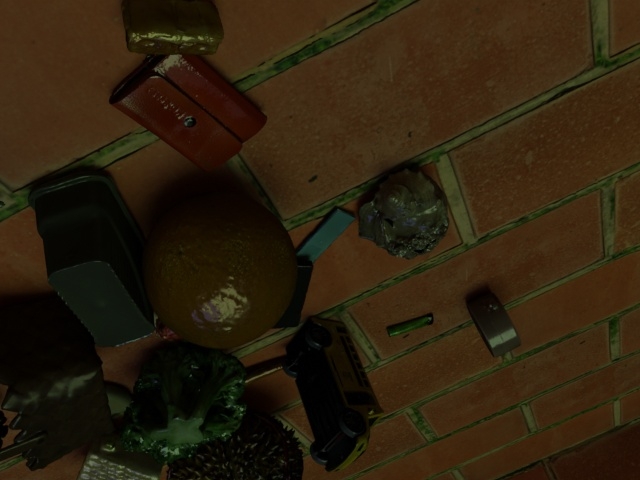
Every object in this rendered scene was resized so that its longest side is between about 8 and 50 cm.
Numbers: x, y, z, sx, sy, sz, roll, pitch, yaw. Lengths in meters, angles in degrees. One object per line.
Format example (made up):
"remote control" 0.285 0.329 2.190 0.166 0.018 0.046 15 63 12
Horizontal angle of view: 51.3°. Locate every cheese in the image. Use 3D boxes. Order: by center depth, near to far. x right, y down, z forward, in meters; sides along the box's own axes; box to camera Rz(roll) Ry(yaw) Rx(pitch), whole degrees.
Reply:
"cheese" -0.463 0.377 1.550 0.192 0.037 0.097 20 127 -37

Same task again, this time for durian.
"durian" -0.211 0.573 1.651 0.347 0.348 0.384 -26 147 6

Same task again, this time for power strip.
"power strip" 0.428 0.208 1.654 0.078 0.154 0.154 -27 140 6

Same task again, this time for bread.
"bread" -0.198 -0.286 0.890 0.132 0.074 0.053 -2 155 -20

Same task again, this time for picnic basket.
"picnic basket" -0.559 0.276 1.225 0.321 0.254 0.291 -18 141 -25

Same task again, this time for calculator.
"calculator" 0.000 0.000 1.338 0.057 0.018 0.172 19 127 -38

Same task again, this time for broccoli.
"broccoli" -0.285 0.354 1.430 0.294 0.245 0.265 -39 104 11

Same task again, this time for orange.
"orange" -0.167 0.050 1.131 0.274 0.274 0.274 -12 140 -10

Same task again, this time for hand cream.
"hand cream" 0.228 0.216 1.675 0.121 0.023 0.036 -16 129 -8

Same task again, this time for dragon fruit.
"dragon fruit" -0.280 0.165 1.360 0.116 0.086 0.081 -5 100 -30

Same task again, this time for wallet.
"wallet" -0.195 -0.197 1.011 0.142 0.045 0.204 -35 138 17
"wallet" -0.091 0.119 1.416 0.124 0.025 0.244 -4 144 -14

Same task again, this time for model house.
"model house" -0.487 0.570 1.614 0.193 0.175 0.234 24 132 -8

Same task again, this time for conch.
"conch" 0.171 -0.041 1.303 0.178 0.163 0.245 -2 169 29

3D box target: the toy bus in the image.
"toy bus" 0.036 0.341 1.497 0.151 0.331 0.145 10 132 -36

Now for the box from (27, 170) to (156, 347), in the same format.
"box" -0.363 0.037 1.101 0.138 0.178 0.274 -19 141 -3

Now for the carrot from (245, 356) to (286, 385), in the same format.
"carrot" -0.118 0.313 1.628 0.190 0.037 0.037 -20 140 -3

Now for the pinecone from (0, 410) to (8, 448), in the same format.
"pinecone" -0.736 0.372 1.344 0.162 0.163 0.165 -21 122 1

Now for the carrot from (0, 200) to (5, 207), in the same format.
"carrot" -0.560 -0.063 1.020 0.142 0.035 0.035 7 133 -19
